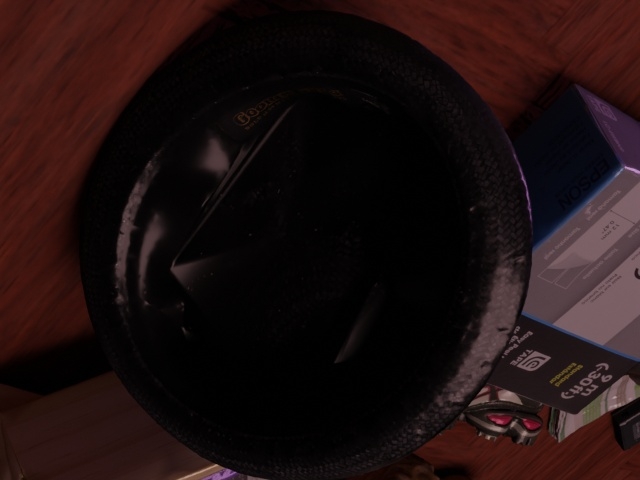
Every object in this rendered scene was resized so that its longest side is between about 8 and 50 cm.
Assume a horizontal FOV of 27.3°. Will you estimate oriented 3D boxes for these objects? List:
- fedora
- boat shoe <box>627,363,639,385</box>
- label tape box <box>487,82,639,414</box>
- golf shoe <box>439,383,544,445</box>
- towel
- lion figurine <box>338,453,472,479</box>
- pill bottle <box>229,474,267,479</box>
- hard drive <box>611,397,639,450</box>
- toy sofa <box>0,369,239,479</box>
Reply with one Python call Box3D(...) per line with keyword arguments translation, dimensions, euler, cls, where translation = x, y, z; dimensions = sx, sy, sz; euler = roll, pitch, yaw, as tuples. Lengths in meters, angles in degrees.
Box3D(translation=(0.000, 0.000, 0.924), dimensions=(0.334, 0.334, 0.152), euler=(-50, 173, 23), cls="fedora")
Box3D(translation=(0.392, 0.138, 1.410), dimensions=(0.113, 0.103, 0.302), euler=(-45, 172, 9), cls="boat shoe")
Box3D(translation=(0.265, 0.036, 1.198), dimensions=(0.348, 0.115, 0.249), euler=(24, 122, -37), cls="label tape box")
Box3D(translation=(0.122, 0.129, 1.302), dimensions=(0.273, 0.105, 0.120), euler=(10, 101, -42), cls="golf shoe")
Box3D(translation=(0.347, 0.182, 1.591), dimensions=(0.152, 0.023, 0.113), euler=(-25, 146, -12), cls="towel")
Box3D(translation=(0.110, 0.327, 1.512), dimensions=(0.240, 0.142, 0.392), euler=(-54, 155, 17), cls="lion figurine")
Box3D(translation=(-0.113, 0.218, 1.217), dimensions=(0.137, 0.078, 0.078), euler=(9, 128, -44), cls="pill bottle")
Box3D(translation=(0.444, 0.216, 1.713), dimensions=(0.135, 0.022, 0.094), euler=(-31, 146, -3), cls="hard drive")
Box3D(translation=(-0.089, 0.151, 1.065), dimensions=(0.362, 0.177, 0.150), euler=(-21, 144, -18), cls="toy sofa")
